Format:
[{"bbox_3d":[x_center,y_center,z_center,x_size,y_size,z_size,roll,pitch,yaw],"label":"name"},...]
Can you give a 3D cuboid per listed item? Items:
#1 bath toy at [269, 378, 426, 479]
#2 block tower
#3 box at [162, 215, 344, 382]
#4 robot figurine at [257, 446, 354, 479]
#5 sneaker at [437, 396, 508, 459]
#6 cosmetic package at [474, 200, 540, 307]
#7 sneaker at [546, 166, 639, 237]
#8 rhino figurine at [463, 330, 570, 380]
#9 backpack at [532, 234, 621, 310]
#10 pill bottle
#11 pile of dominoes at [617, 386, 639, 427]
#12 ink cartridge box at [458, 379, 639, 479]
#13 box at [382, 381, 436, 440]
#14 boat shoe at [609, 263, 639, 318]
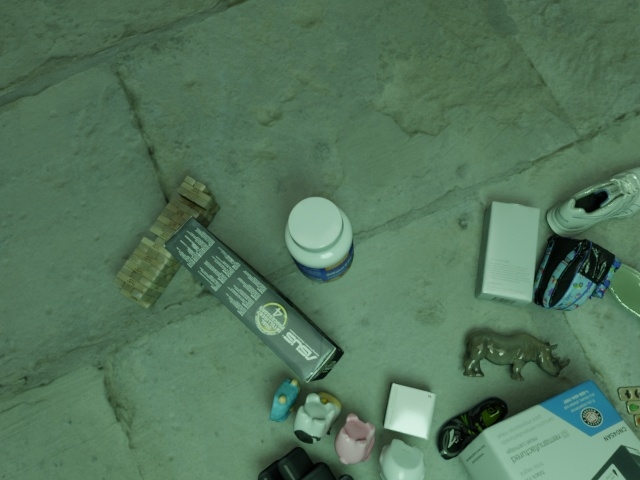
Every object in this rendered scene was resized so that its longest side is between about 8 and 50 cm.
[{"bbox_3d":[0.055,0.425,1.064,0.348,0.151,0.129,24,116,22],"label":"bath toy"},{"bbox_3d":[-0.382,0.006,1.256,0.091,0.097,0.335,29,80,12],"label":"block tower"},{"bbox_3d":[-0.125,0.140,1.084,0.395,0.318,0.097,40,81,13],"label":"box"},{"bbox_3d":[-0.017,0.580,1.026,0.173,0.209,0.278,-22,71,-35],"label":"robot figurine"},{"bbox_3d":[0.334,0.410,1.098,0.188,0.078,0.067,-35,75,-5],"label":"sneaker"},{"bbox_3d":[0.447,0.032,1.193,0.117,0.085,0.231,11,74,7],"label":"cosmetic package"},{"bbox_3d":[0.697,-0.102,1.187,0.297,0.129,0.111,-27,72,-5],"label":"sneaker"},{"bbox_3d":[0.446,0.264,1.134,0.243,0.073,0.106,3,78,4],"label":"rhino figurine"},{"bbox_3d":[0.569,0.087,1.135,0.117,0.158,0.173,26,91,-7],"label":"backpack"},{"bbox_3d":[0.000,0.000,1.135,0.152,0.272,0.152,-1,75,4],"label":"pill bottle"},{"bbox_3d":[0.802,0.403,1.085,0.196,0.040,0.251,-23,74,-2],"label":"pile of dominoes"},{"bbox_3d":[0.499,0.508,0.923,0.285,0.166,0.395,-16,55,-18],"label":"ink cartridge box"},{"bbox_3d":[0.197,0.379,1.112,0.102,0.087,0.101,12,76,7],"label":"box"},{"bbox_3d":[0.755,0.142,1.148,0.228,0.068,0.081,52,124,19],"label":"boat shoe"}]
